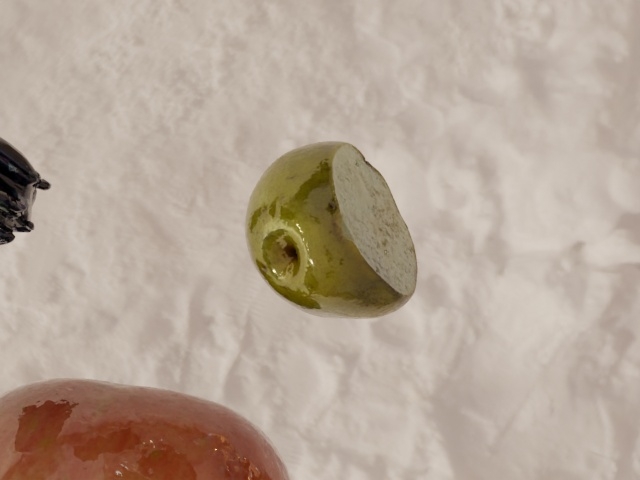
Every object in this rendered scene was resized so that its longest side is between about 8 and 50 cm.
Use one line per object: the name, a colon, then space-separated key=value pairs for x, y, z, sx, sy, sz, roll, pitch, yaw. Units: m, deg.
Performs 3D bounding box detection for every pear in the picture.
pear: x=0.000 y=0.000 z=0.711 sx=0.141 sy=0.104 sz=0.141 roll=39 pitch=38 yaw=-39

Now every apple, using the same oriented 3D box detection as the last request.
apple: x=-0.209 y=0.307 z=0.893 sx=0.364 sy=0.364 sz=0.363 roll=-2 pitch=94 yaw=-24

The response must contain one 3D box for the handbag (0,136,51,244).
handbag: x=-0.358 y=-0.066 z=0.810 sx=0.260 sy=0.162 sz=0.113 roll=44 pitch=45 yaw=-54
